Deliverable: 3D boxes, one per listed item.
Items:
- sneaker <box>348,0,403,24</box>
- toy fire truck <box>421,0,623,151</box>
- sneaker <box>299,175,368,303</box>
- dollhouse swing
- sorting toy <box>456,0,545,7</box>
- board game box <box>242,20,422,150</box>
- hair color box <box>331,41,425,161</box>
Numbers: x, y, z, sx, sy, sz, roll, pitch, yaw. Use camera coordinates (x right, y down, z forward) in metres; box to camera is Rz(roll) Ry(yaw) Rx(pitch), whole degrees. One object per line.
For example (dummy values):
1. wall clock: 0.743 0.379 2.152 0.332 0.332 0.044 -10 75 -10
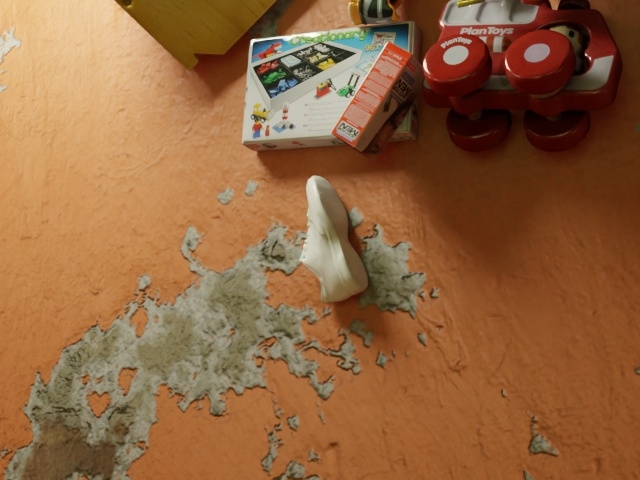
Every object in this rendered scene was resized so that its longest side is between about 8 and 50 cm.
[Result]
1. sneaker: 0.121 -0.445 1.750 0.083 0.084 0.215 15 75 26
2. toy fire truck: 0.305 -0.282 1.600 0.302 0.169 0.254 3 57 28
3. sneaker: 0.000 0.000 1.712 0.094 0.080 0.212 -28 68 29
4. dollhouse swing: -0.218 -0.550 1.955 0.347 0.305 0.315 -44 105 9
5. sorting toy: 0.345 -0.397 1.595 0.275 0.132 0.046 -16 115 20
6. board game box: 0.018 -0.257 1.775 0.305 0.053 0.193 -1 77 24
7. hair color box: 0.096 -0.215 1.647 0.053 0.093 0.167 35 95 27
